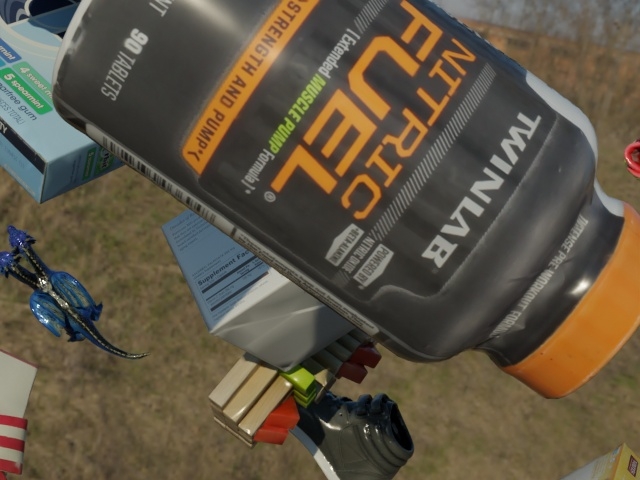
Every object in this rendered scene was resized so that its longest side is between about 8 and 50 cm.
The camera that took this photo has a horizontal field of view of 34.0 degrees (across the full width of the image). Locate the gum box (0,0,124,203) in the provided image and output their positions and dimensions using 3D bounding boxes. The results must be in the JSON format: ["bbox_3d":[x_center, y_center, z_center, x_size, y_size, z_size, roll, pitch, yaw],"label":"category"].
[{"bbox_3d":[-0.159,-0.119,0.695,0.157,0.041,0.184,42,47,17],"label":"gum box"}]

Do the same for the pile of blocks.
[{"bbox_3d":[0.008,0.141,1.347,0.113,0.149,0.362,35,45,15],"label":"pile of blocks"}]

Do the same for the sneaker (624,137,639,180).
[{"bbox_3d":[0.424,-0.107,1.328,0.094,0.081,0.208,14,6,-7],"label":"sneaker"}]

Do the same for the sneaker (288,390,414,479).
[{"bbox_3d":[0.024,0.246,1.569,0.295,0.147,0.104,51,16,3],"label":"sneaker"}]

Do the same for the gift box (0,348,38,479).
[{"bbox_3d":[-0.454,0.220,1.061,0.258,0.276,0.255,-13,-29,36],"label":"gift box"}]

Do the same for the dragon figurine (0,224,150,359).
[{"bbox_3d":[-0.403,0.100,1.645,0.289,0.085,0.144,44,-9,9],"label":"dragon figurine"}]

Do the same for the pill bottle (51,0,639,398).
[{"bbox_3d":[0.023,-0.037,0.439,0.246,0.130,0.130,35,9,-2],"label":"pill bottle"}]

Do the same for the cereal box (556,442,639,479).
[{"bbox_3d":[0.304,0.376,1.362,0.047,0.240,0.173,46,36,-3],"label":"cereal box"}]

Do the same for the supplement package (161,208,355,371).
[{"bbox_3d":[0.000,0.000,1.157,0.145,0.262,0.204,61,9,27],"label":"supplement package"}]
